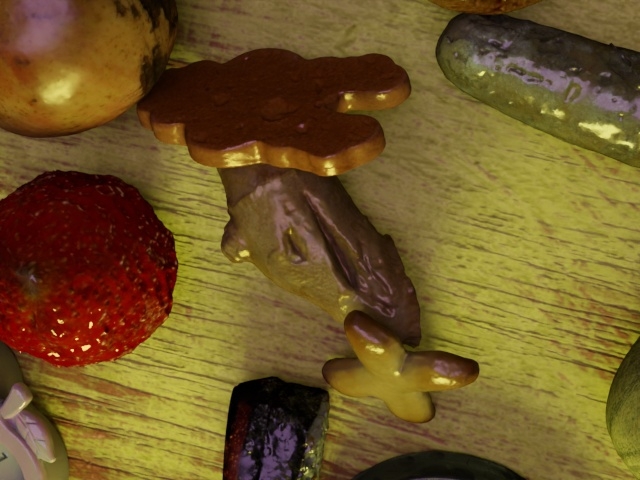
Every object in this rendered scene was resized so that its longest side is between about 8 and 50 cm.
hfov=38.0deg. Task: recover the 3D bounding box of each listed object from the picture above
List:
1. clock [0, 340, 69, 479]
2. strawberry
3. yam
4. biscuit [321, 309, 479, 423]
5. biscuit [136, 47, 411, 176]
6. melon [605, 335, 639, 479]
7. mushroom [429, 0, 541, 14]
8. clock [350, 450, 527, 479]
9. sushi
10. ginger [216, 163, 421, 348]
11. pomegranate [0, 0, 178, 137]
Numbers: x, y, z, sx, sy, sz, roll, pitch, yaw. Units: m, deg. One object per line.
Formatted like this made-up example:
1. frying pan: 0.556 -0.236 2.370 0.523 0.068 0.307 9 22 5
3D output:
1. clock: -0.515 0.281 1.292 0.338 0.102 0.339 1 98 8
2. strawberry: -0.307 0.039 1.138 0.257 0.277 0.258 1 98 5
3. yam: 0.293 -0.182 1.083 0.330 0.133 0.133 22 101 7
4. biscuit: 0.088 0.163 1.131 0.164 0.208 0.047 22 64 1
5. biscuit: -0.064 -0.158 1.119 0.333 0.202 0.047 6 139 20
6. melon: 0.481 0.166 1.041 0.329 0.248 0.249 -36 91 15
7. mushroom: 0.172 -0.404 1.025 0.263 0.195 0.283 -35 124 7
8. clock: 0.161 0.471 1.217 0.385 0.076 0.387 1 98 9
9. sushi: -0.057 0.293 1.202 0.126 0.136 0.225 5 91 6
10. ginger: 0.000 0.000 1.154 0.354 0.126 0.190 43 75 4
11. pomegranate: -0.319 -0.282 1.093 0.322 0.322 0.322 1 98 9
